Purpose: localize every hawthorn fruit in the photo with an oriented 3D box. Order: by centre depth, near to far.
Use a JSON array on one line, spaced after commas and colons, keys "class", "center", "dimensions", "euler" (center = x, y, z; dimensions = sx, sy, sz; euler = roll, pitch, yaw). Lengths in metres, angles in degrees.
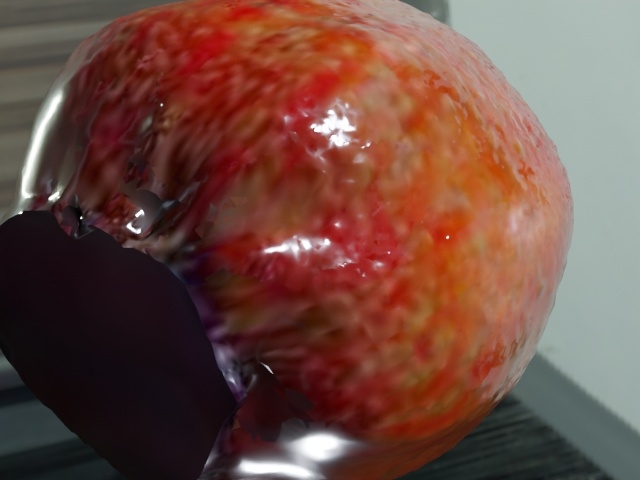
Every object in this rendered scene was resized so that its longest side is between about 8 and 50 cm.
[{"class": "hawthorn fruit", "center": [0.000, 0.000, 0.594], "dimensions": [0.215, 0.249, 0.215], "euler": [1, 93, 31]}]
